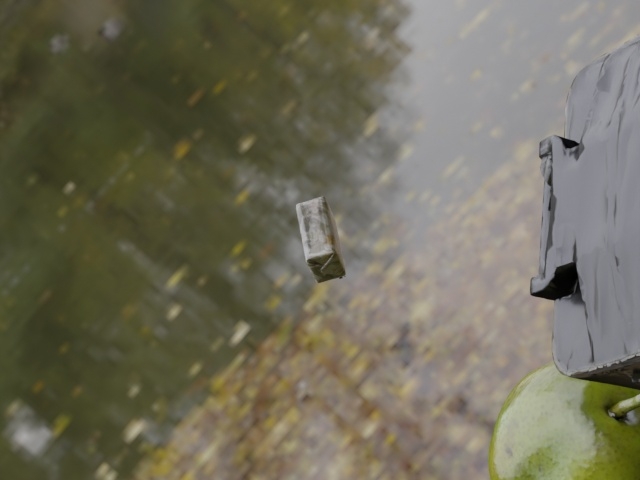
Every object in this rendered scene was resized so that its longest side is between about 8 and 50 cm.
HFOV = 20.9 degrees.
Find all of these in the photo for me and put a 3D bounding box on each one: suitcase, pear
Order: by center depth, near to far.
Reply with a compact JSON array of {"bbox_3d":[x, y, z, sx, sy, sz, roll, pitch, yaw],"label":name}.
[{"bbox_3d":[0.320,-0.044,1.178,0.434,0.194,0.283,153,126,-62],"label":"suitcase"},{"bbox_3d":[0.242,0.179,1.535,0.166,0.180,0.216,-15,-32,-25],"label":"pear"}]

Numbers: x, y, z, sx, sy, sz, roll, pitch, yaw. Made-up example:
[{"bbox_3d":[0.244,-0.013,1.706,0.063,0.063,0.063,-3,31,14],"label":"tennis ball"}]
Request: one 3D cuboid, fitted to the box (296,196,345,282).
[{"bbox_3d":[0.000,0.000,2.218,0.045,0.062,0.098,-15,56,7],"label":"box"}]
